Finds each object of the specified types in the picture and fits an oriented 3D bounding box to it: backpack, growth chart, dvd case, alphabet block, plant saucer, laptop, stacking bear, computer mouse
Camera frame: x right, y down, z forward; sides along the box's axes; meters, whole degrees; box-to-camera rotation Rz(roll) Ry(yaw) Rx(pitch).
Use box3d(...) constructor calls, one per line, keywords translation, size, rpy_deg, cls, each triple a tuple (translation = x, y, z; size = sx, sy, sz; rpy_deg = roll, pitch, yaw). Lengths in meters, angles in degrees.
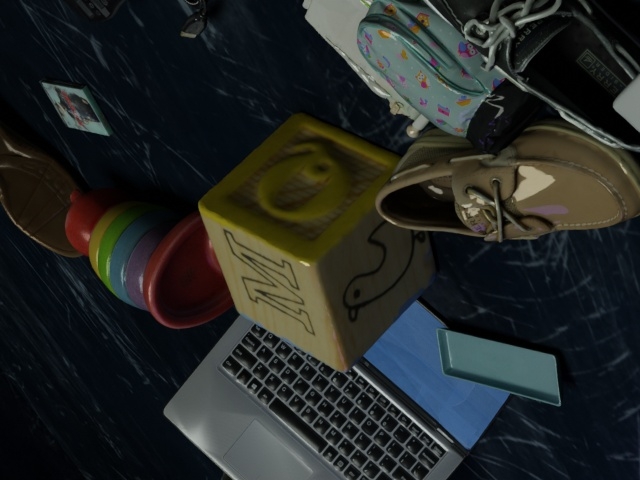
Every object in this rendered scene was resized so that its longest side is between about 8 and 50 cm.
box3d(translation=(0.125, -0.175, 1.489), size=(0.182, 0.115, 0.152), rpy_deg=(44, 158, 11), cls="backpack")
box3d(translation=(0.053, -0.219, 1.644), size=(0.237, 0.021, 0.172), rpy_deg=(48, 155, -3), cls="growth chart")
box3d(translation=(-0.361, -0.198, 2.331), size=(0.119, 0.013, 0.087), rpy_deg=(17, 142, 48), cls="dvd case")
box3d(translation=(0.000, 0.000, 1.860), size=(0.193, 0.192, 0.197), rpy_deg=(26, 149, 34), cls="alphabet block")
box3d(translation=(0.219, 0.150, 1.915), size=(0.192, 0.018, 0.067), rpy_deg=(11, 117, 46), cls="plant saucer")
box3d(translation=(0.007, 0.217, 2.134), size=(0.382, 0.408, 0.236), rpy_deg=(41, -172, 12), cls="laptop")
box3d(translation=(-0.272, 0.006, 2.343), size=(0.289, 0.164, 0.175), rpy_deg=(28, 150, 43), cls="stacking bear")
box3d(translation=(-0.214, -0.311, 1.892), size=(0.184, 0.060, 0.262), rpy_deg=(45, 151, -9), cls="computer mouse")

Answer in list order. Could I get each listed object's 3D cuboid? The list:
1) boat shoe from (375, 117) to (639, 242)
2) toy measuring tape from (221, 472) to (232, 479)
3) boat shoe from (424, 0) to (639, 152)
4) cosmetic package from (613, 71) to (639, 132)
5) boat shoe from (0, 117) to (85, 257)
box3d(translation=(0.189, -0.044, 1.589), size=(0.341, 0.110, 0.121), rpy_deg=(3, 131, 56), cls="boat shoe")
box3d(translation=(-0.112, 0.274, 2.387), size=(0.121, 0.330, 0.121), rpy_deg=(2, 117, 4), cls="toy measuring tape")
box3d(translation=(0.179, -0.183, 1.353), size=(0.306, 0.105, 0.113), rpy_deg=(45, 113, 1), cls="boat shoe")
box3d(translation=(0.406, -0.151, 1.034), size=(0.230, 0.161, 0.453), rpy_deg=(44, 156, 4), cls="cosmetic package")
box3d(translation=(-0.489, -0.110, 2.574), size=(0.342, 0.123, 0.123), rpy_deg=(40, -175, 0), cls="boat shoe")
